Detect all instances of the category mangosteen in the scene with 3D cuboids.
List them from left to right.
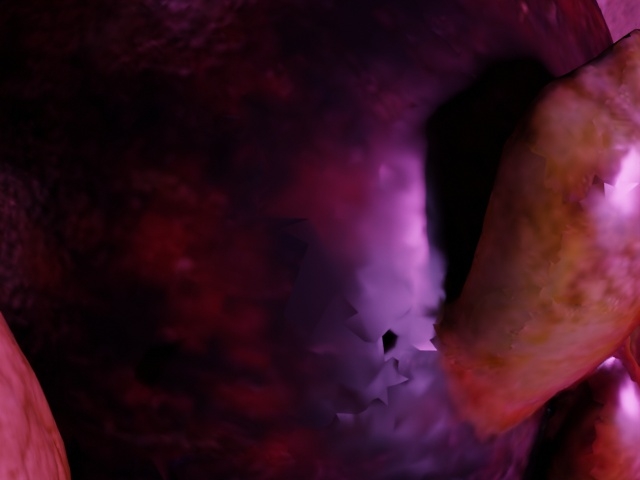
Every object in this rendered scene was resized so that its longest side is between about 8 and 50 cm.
[{"bbox_3d":[0.000,0.000,0.636,0.288,0.288,0.288,-35,135,-44],"label":"mangosteen"}]

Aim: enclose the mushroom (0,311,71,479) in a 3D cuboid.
[{"bbox_3d":[-0.217,0.064,0.478,0.233,0.302,0.208,60,13,-50],"label":"mushroom"}]
